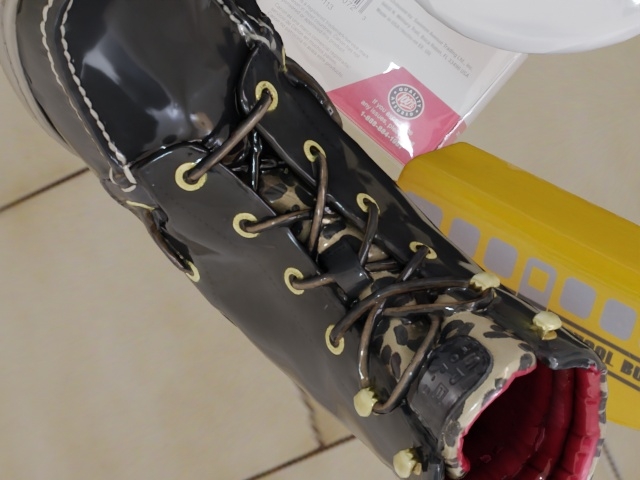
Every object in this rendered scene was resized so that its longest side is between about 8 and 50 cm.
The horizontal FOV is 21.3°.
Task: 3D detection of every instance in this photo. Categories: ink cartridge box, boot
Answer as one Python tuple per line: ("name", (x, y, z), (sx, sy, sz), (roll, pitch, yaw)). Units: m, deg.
("ink cartridge box", (0.100, -0.223, 1.471), (0.207, 0.117, 0.283), (41, 92, 4))
("boot", (0.000, 0.000, 0.883), (0.138, 0.377, 0.284), (-42, 56, -10))

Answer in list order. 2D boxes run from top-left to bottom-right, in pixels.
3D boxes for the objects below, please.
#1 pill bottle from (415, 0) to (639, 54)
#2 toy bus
("pill bottle", (0.119, -0.249, 0.994), (0.204, 0.361, 0.204), (0, 111, 0))
("toy bus", (0.150, 0.026, 1.284), (0.332, 0.108, 0.130), (29, 119, 29))
